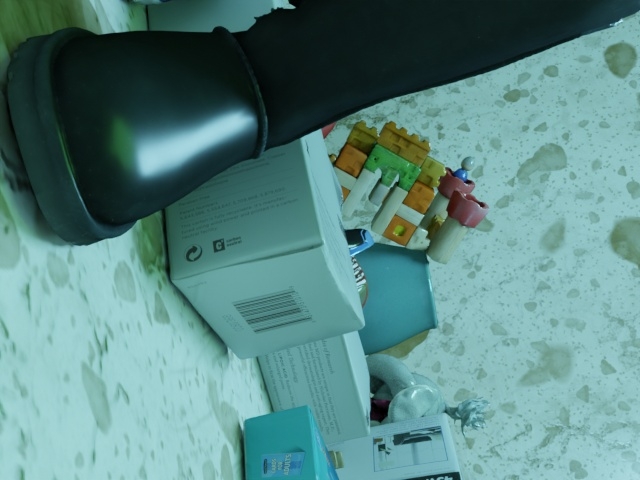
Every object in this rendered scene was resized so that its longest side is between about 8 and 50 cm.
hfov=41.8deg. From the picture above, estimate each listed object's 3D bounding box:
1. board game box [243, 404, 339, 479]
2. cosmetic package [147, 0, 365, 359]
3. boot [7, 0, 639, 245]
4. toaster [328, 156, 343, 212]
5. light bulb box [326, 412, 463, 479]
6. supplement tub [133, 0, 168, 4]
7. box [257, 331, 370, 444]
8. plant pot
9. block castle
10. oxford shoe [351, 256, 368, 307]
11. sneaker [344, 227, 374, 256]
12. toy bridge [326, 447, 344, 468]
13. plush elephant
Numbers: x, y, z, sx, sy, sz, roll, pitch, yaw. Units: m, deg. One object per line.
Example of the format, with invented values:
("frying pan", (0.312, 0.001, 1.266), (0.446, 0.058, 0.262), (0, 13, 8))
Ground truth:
("board game box", (-0.004, 0.383, 0.858), (0.336, 0.079, 0.254), (-98, 172, -48))
("cosmetic package", (-0.075, -0.091, 0.931), (0.217, 0.156, 0.385), (64, 14, -60))
("boot", (0.036, -0.144, 0.633), (0.367, 0.445, 0.146), (-87, 163, -73))
("toaster", (-0.043, -0.082, 1.280), (0.146, 0.129, 0.227), (61, 15, -22))
("light bulb box", (0.144, 0.520, 1.299), (0.361, 0.225, 0.358), (-80, 157, -76))
("supplement tub", (-0.069, -0.385, 0.826), (0.235, 0.324, 0.235), (-14, 90, -85))
("box", (-0.006, 0.165, 1.166), (0.181, 0.119, 0.182), (-78, 154, -74))
("plant pot", (0.121, 0.122, 1.848), (0.271, 0.255, 0.272), (-9, 90, -85))
("block castle", (0.134, -0.164, 1.817), (0.213, 0.453, 0.303), (-60, -173, 16))
("oxford shoe", (-0.043, -0.011, 1.523), (0.130, 0.123, 0.348), (-3, -64, 53))
("sneaker", (0.000, 0.000, 1.418), (0.232, 0.081, 0.090), (-20, 88, -47))
("toy bridge", (-0.009, 0.298, 1.124), (0.188, 0.063, 0.026), (66, 12, -72))
("plush elephant", (0.135, 0.361, 1.573), (0.255, 0.330, 0.272), (-21, 106, -67))
